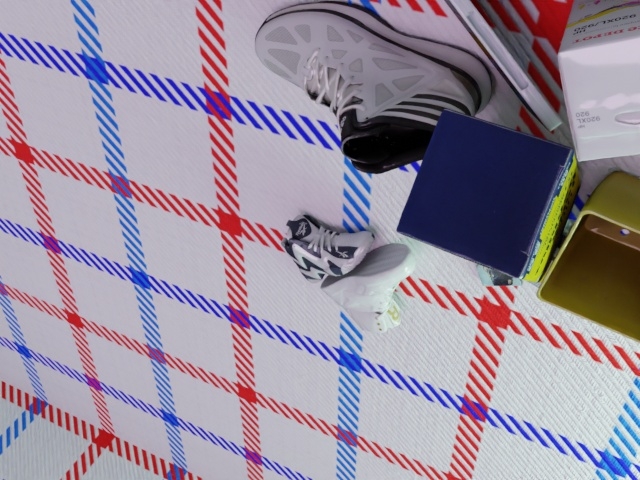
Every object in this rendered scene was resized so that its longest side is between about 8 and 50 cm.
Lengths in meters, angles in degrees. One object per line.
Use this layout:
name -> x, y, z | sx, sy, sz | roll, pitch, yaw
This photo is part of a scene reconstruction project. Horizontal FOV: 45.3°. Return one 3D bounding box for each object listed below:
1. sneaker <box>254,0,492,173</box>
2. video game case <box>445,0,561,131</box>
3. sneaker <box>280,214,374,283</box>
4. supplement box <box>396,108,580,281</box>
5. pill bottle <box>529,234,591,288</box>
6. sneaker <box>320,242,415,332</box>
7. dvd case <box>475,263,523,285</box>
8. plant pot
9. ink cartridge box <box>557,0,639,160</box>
sneaker -> 0.043, -0.264, 1.304 | 0.447, 0.257, 0.169 | 20, 135, 19
video game case -> 0.259, -0.301, 1.179 | 0.025, 0.204, 0.285 | -37, 102, 16
sneaker -> 0.000, 0.000, 1.684 | 0.153, 0.094, 0.235 | 42, 149, -17
supplement box -> 0.282, -0.055, 1.222 | 0.195, 0.356, 0.194 | 22, 94, 20
pill bottle -> 0.421, 0.036, 1.421 | 0.193, 0.108, 0.108 | 34, 138, 6
sneaker -> 0.143, 0.112, 1.688 | 0.169, 0.108, 0.292 | 48, 147, -13
dvd case -> 0.350, 0.042, 1.544 | 0.087, 0.013, 0.119 | -3, 123, 36
plant pot -> 0.511, 0.010, 1.274 | 0.212, 0.187, 0.212 | 23, 136, 10
ink cartridge box -> 0.439, -0.245, 1.058 | 0.171, 0.233, 0.168 | -6, 123, 29
